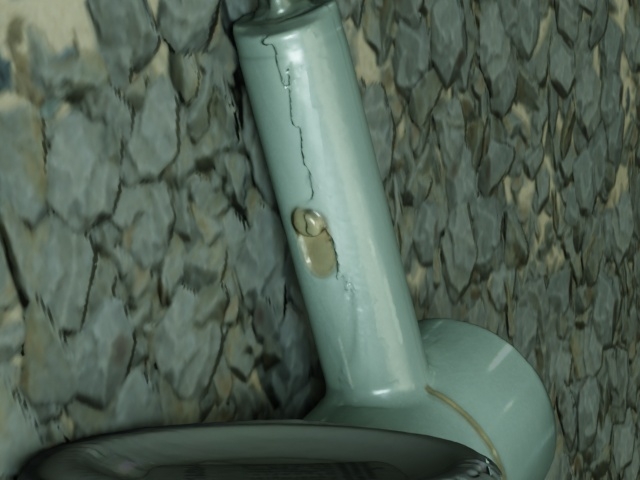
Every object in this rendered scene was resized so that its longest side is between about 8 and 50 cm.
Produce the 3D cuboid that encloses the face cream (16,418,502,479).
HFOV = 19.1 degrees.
[{"bbox_3d":[-0.023,0.151,0.698,0.177,0.177,0.153,-11,102,-62],"label":"face cream"}]

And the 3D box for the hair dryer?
[{"bbox_3d":[0.000,0.000,0.849,0.173,0.107,0.357,-40,118,-56],"label":"hair dryer"}]
